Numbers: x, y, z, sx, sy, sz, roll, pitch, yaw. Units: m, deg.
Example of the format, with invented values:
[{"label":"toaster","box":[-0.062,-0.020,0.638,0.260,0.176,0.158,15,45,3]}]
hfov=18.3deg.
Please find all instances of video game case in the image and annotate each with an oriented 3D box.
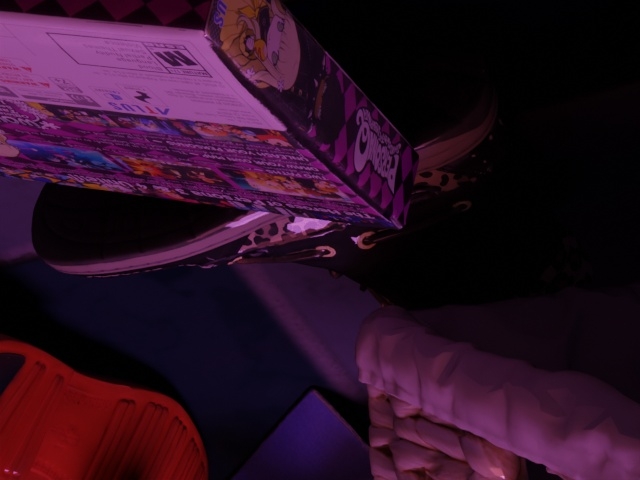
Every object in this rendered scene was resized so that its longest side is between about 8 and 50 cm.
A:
[{"label":"video game case","box":[-0.101,-0.066,0.790,0.232,0.042,0.210,8,165,24]}]

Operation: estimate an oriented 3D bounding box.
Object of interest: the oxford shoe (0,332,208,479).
[{"label":"oxford shoe","box":[-0.154,0.105,1.116,0.098,0.097,0.271,19,165,35]}]

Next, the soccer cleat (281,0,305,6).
[{"label":"soccer cleat","box":[-0.077,-0.162,0.721,0.289,0.093,0.121,10,141,-13]}]

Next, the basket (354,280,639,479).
[{"label":"basket","box":[0.228,0.165,0.854,0.331,0.266,0.328,-6,-168,-27]}]

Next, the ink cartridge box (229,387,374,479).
[{"label":"ink cartridge box","box":[0.022,0.285,1.205,0.307,0.072,0.303,43,135,5]}]

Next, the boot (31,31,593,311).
[{"label":"boot","box":[0.001,0.001,0.953,0.236,0.085,0.178,-17,143,21]}]
